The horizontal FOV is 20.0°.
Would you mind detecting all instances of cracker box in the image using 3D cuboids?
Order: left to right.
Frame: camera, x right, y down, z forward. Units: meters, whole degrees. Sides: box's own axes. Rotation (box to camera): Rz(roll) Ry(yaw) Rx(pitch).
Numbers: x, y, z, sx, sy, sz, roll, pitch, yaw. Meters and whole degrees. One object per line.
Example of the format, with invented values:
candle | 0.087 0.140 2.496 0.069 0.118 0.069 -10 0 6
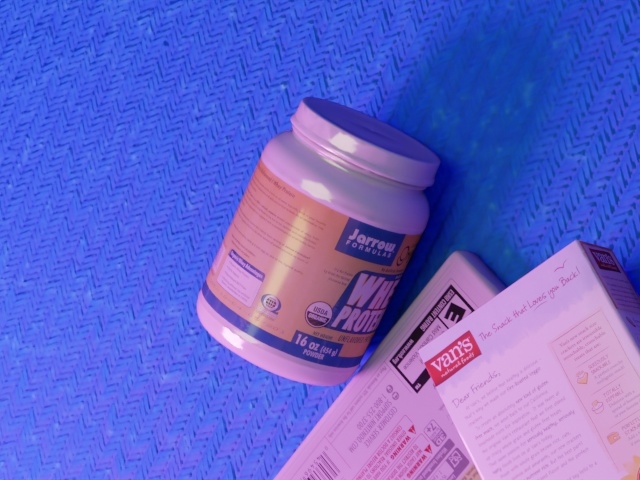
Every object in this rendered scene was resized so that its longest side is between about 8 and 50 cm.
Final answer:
cracker box | 0.191 0.138 1.315 0.155 0.067 0.232 -37 66 25

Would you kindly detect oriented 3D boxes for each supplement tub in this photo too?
supplement tub | 0.000 0.000 1.462 0.144 0.144 0.200 34 107 34

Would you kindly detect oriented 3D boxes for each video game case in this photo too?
video game case | 0.108 0.226 1.432 0.300 0.036 0.329 49 113 29
